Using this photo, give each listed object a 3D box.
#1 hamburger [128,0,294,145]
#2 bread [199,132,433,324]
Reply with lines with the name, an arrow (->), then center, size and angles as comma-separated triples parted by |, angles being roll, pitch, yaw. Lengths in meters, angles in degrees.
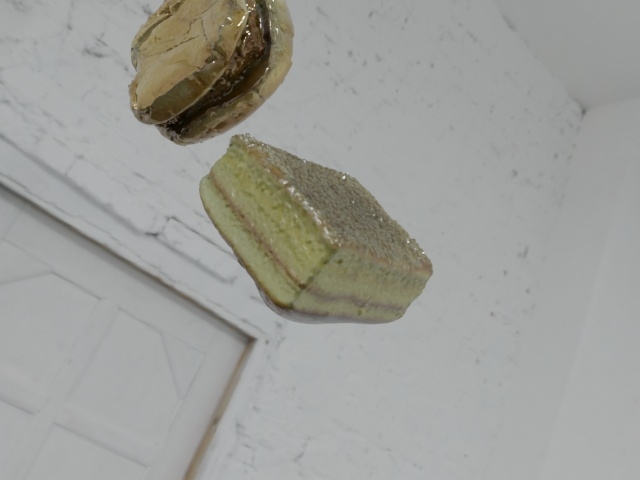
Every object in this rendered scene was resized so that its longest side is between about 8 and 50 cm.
hamburger -> -0.157, -0.273, 0.987 | 0.260, 0.283, 0.145 | -28, -40, 28
bread -> 0.000, 0.000, 0.717 | 0.184, 0.110, 0.234 | 50, 19, 29
